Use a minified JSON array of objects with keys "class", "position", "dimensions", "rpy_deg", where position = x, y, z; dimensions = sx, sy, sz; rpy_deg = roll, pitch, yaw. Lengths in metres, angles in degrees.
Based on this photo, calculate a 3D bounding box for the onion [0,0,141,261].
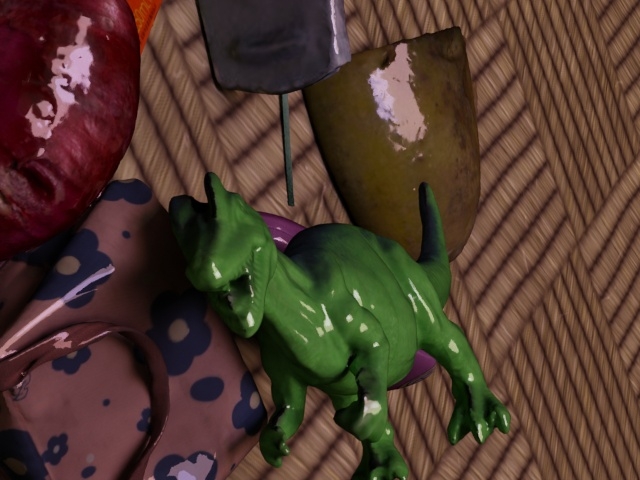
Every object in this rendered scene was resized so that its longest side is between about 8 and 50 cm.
[{"class":"onion","position":[-0.229,-0.093,1.045],"dimensions":[0.190,0.246,0.246],"rpy_deg":[57,36,-49]}]

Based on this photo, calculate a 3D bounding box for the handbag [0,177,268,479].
[{"class":"handbag","position":[-0.176,0.103,1.131],"dimensions":[0.193,0.190,0.251],"rpy_deg":[-47,125,-41]}]

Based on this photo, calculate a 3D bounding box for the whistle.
[{"class":"whistle","position":[-0.085,-0.332,1.424],"dimensions":[0.405,0.168,0.188],"rpy_deg":[61,36,-33]}]

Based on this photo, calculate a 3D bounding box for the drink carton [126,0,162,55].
[{"class":"drink carton","position":[-0.260,-0.274,1.182],"dimensions":[0.351,0.111,0.155],"rpy_deg":[50,41,-36]}]

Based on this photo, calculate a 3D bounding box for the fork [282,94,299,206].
[{"class":"fork","position":[-0.030,-0.150,1.584],"dimensions":[0.039,0.021,0.235],"rpy_deg":[8,73,-53]}]

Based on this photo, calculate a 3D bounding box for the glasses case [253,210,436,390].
[{"class":"glasses case","position":[-0.006,0.061,1.456],"dimensions":[0.316,0.123,0.076],"rpy_deg":[39,48,-45]}]

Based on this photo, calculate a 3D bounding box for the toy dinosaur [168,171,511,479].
[{"class":"toy dinosaur","position":[0.000,0.000,1.289],"dimensions":[0.374,0.144,0.500],"rpy_deg":[52,20,-31]}]

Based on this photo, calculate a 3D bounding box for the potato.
[{"class":"potato","position":[0.114,-0.090,1.714],"dimensions":[0.269,0.112,0.255],"rpy_deg":[-23,100,-56]}]
